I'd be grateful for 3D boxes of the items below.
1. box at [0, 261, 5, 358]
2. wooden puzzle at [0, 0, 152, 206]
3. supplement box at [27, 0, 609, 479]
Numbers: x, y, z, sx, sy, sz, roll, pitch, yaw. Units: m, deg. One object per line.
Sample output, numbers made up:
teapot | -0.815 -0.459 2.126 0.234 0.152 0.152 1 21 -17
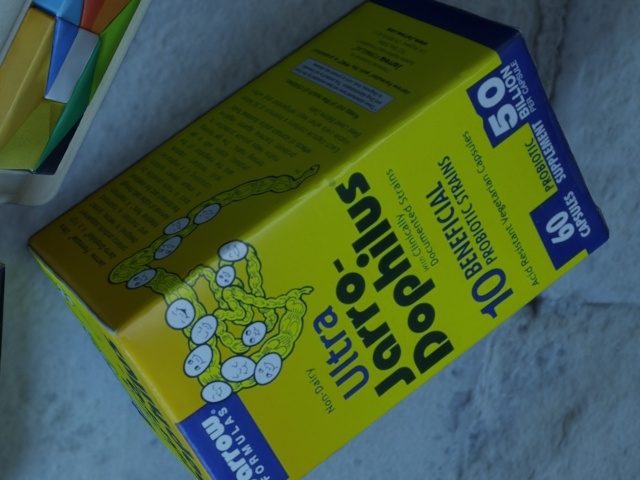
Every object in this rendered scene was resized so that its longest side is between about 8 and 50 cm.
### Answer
box | -0.370 0.143 1.077 0.322 0.079 0.257 -9 110 -43
wooden puzzle | -0.179 -0.120 1.070 0.044 0.238 0.221 28 94 10
supplement box | 0.000 0.000 1.203 0.356 0.195 0.194 -37 121 -12
